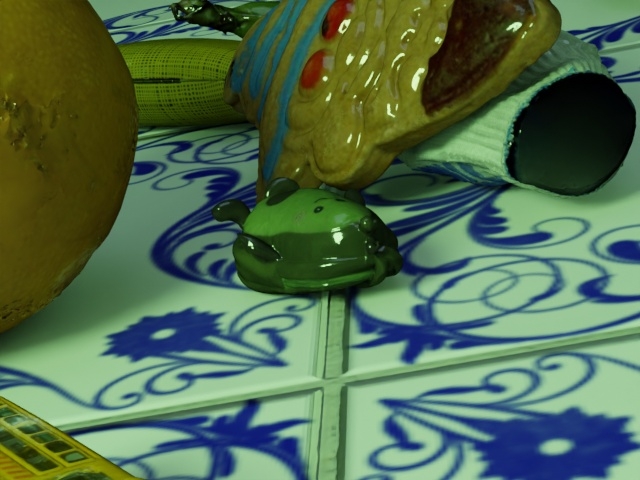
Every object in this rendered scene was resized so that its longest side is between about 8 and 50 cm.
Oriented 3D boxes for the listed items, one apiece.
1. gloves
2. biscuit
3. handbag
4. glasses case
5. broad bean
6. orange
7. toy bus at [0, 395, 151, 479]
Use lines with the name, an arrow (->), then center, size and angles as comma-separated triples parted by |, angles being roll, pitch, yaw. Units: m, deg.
gloves -> 0.086, -0.077, 0.846 | 0.119, 0.097, 0.229 | -43, 35, -4
biscuit -> 0.024, -0.101, 0.842 | 0.043, 0.183, 0.280 | 22, -11, -30
handbag -> 0.000, 0.000, 0.740 | 0.072, 0.047, 0.111 | -24, 19, -30
glasses case -> -0.116, -0.116, 1.126 | 0.234, 0.064, 0.079 | 4, 9, 38
broad bean -> 0.040, -0.142, 1.077 | 0.292, 0.049, 0.144 | 10, 2, 37
orange -> -0.209, -0.058, 0.749 | 0.240, 0.240, 0.240 | -11, 18, 4
toy bus -> -0.091, 0.098, 0.469 | 0.074, 0.070, 0.162 | -20, 19, -29
